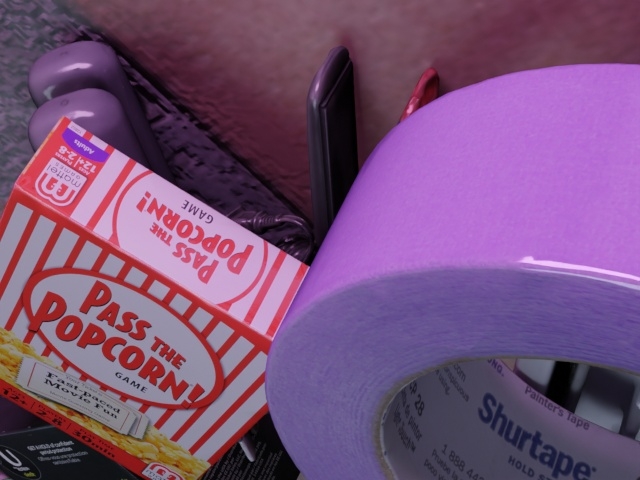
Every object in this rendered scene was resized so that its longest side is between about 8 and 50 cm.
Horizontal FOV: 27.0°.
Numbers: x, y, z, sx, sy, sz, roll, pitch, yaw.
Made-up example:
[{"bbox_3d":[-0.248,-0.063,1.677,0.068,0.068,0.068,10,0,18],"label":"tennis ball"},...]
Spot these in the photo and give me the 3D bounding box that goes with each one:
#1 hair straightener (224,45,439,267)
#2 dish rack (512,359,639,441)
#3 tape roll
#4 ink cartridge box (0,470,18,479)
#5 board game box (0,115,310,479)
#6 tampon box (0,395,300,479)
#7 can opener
[{"bbox_3d":[0.000,0.000,0.635,0.089,0.047,0.230,18,143,11],"label":"hair straightener"},{"bbox_3d":[0.227,0.057,0.547,0.285,0.072,0.333,18,145,11],"label":"dish rack"},{"bbox_3d":[0.121,0.066,0.490,0.274,0.090,0.275,18,147,13],"label":"tape roll"},{"bbox_3d":[-0.273,0.188,0.894,0.188,0.255,0.097,4,101,30],"label":"ink cartridge box"},{"bbox_3d":[-0.092,0.041,0.633,0.146,0.045,0.193,31,144,-6],"label":"board game box"},{"bbox_3d":[-0.112,0.128,0.840,0.120,0.101,0.161,-15,127,44],"label":"tampon box"},{"bbox_3d":[-0.059,0.013,0.704,0.095,0.076,0.283,-16,135,4],"label":"can opener"}]
